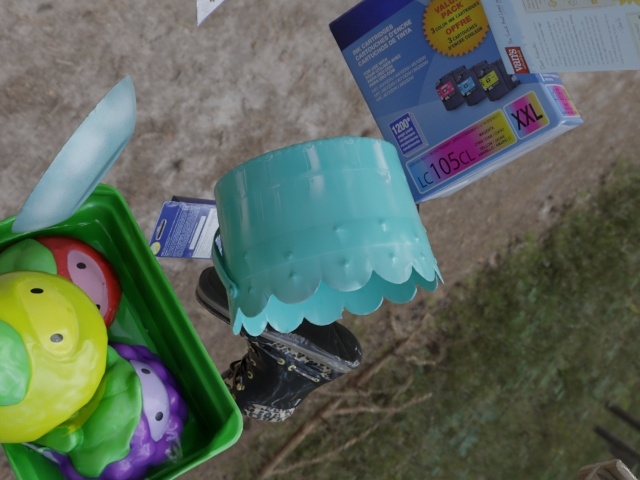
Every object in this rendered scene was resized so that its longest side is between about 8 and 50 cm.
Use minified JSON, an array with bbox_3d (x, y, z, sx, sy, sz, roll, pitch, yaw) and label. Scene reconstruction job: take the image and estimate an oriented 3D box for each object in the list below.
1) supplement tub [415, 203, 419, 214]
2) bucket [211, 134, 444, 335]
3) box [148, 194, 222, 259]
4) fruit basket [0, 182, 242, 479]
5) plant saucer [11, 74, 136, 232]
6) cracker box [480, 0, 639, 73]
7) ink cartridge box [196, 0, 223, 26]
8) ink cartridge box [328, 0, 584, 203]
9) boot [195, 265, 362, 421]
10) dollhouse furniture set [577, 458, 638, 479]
[{"bbox_3d":[0.145,-0.070,2.048,0.207,0.207,0.338,-17,111,-46],"label":"supplement tub"},{"bbox_3d":[0.000,0.000,1.017,0.281,0.183,0.281,-12,167,-3],"label":"bucket"},{"bbox_3d":[-0.271,-0.025,1.756,0.225,0.036,0.136,4,117,-47],"label":"box"},{"bbox_3d":[-0.281,0.118,0.902,0.283,0.392,0.392,-26,141,-23],"label":"fruit basket"},{"bbox_3d":[-0.233,-0.076,0.815,0.195,0.037,0.195,-50,-169,14],"label":"plant saucer"},{"bbox_3d":[0.315,-0.278,0.963,0.156,0.232,0.067,55,52,-42],"label":"cracker box"},{"bbox_3d":[-0.209,-0.526,1.498,0.206,0.045,0.208,-69,168,-57],"label":"ink cartridge box"},{"bbox_3d":[0.199,-0.296,1.315,0.270,0.395,0.151,-29,171,28],"label":"ink cartridge box"},{"bbox_3d":[-0.137,0.231,1.718,0.284,0.377,0.138,-49,-158,36],"label":"boot"},{"bbox_3d":[0.501,0.675,1.484,0.362,0.394,0.256,-40,174,-28],"label":"dollhouse furniture set"}]
